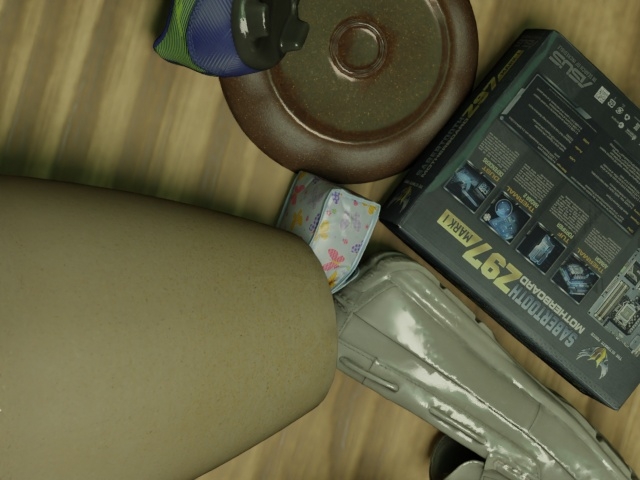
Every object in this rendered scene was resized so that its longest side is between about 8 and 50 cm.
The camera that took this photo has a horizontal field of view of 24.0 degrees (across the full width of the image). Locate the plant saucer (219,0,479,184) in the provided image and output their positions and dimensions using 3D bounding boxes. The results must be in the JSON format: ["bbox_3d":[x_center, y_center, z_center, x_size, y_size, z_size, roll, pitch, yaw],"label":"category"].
[{"bbox_3d":[0.024,-0.139,1.092,0.199,0.036,0.198,-1,96,-12],"label":"plant saucer"}]

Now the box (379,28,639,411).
[{"bbox_3d":[0.186,-0.014,1.117,0.233,0.059,0.183,39,86,-16],"label":"box"}]

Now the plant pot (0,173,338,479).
[{"bbox_3d":[-0.137,0.068,0.987,0.274,0.256,0.256,-7,96,-27],"label":"plant pot"}]

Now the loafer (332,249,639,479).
[{"bbox_3d":[0.126,0.143,1.105,0.319,0.112,0.111,43,90,-4],"label":"loafer"}]

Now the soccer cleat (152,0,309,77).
[{"bbox_3d":[-0.061,-0.254,1.038,0.121,0.093,0.289,1,80,31],"label":"soccer cleat"}]

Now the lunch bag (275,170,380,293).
[{"bbox_3d":[0.000,0.000,1.078,0.053,0.071,0.083,22,93,-24],"label":"lunch bag"}]
